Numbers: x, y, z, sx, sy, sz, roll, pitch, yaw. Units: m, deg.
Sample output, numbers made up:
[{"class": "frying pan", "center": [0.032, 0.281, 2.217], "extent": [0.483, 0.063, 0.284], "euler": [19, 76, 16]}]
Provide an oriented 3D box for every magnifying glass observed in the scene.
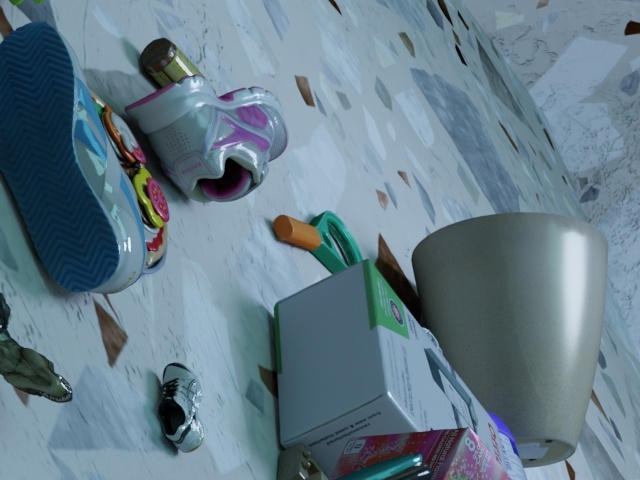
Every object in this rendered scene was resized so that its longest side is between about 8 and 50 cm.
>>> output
[{"class": "magnifying glass", "center": [0.000, 0.000, 2.022], "extent": [0.092, 0.026, 0.231], "euler": [66, 17, 16]}]

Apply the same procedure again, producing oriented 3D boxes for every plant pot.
[{"class": "plant pot", "center": [0.249, 0.141, 2.234], "extent": [0.256, 0.256, 0.274], "euler": [38, 45, -55]}]

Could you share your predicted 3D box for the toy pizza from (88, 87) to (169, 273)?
[{"class": "toy pizza", "center": [-0.185, -0.064, 1.537], "extent": [0.201, 0.032, 0.201], "euler": [54, 18, -26]}]

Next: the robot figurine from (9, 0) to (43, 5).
[{"class": "robot figurine", "center": [-0.270, -0.266, 1.544], "extent": [0.101, 0.067, 0.115], "euler": [-12, 72, -41]}]

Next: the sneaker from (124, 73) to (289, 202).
[{"class": "sneaker", "center": [-0.100, -0.087, 1.743], "extent": [0.252, 0.103, 0.111], "euler": [0, 67, -65]}]

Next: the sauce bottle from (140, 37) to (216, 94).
[{"class": "sauce bottle", "center": [-0.138, -0.159, 1.830], "extent": [0.128, 0.042, 0.042], "euler": [50, 20, -44]}]

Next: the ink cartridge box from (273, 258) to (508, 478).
[{"class": "ink cartridge box", "center": [0.079, 0.195, 1.763], "extent": [0.289, 0.121, 0.211], "euler": [51, 19, -34]}]

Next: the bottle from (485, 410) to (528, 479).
[{"class": "bottle", "center": [0.206, 0.333, 1.981], "extent": [0.118, 0.092, 0.283], "euler": [38, 28, -53]}]

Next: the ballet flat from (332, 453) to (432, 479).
[{"class": "ballet flat", "center": [-0.034, 0.227, 1.254], "extent": [0.280, 0.095, 0.096], "euler": [-10, 84, -31]}]

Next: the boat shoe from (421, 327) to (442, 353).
[{"class": "boat shoe", "center": [0.105, 0.143, 2.003], "extent": [0.079, 0.081, 0.227], "euler": [42, 25, -50]}]

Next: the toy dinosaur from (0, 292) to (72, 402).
[{"class": "toy dinosaur", "center": [-0.258, 0.001, 1.164], "extent": [0.268, 0.064, 0.118], "euler": [62, 9, 9]}]

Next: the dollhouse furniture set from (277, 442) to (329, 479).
[{"class": "dollhouse furniture set", "center": [0.049, 0.256, 1.563], "extent": [0.144, 0.123, 0.151], "euler": [55, 17, -23]}]

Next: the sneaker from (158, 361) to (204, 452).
[{"class": "sneaker", "center": [-0.116, 0.130, 1.428], "extent": [0.037, 0.032, 0.083], "euler": [43, 24, -49]}]

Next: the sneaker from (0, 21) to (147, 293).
[{"class": "sneaker", "center": [-0.204, -0.063, 1.403], "extent": [0.092, 0.087, 0.229], "euler": [21, 50, -73]}]

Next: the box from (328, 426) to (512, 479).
[{"class": "box", "center": [0.053, 0.278, 1.348], "extent": [0.123, 0.128, 0.257], "euler": [53, 47, -27]}]
